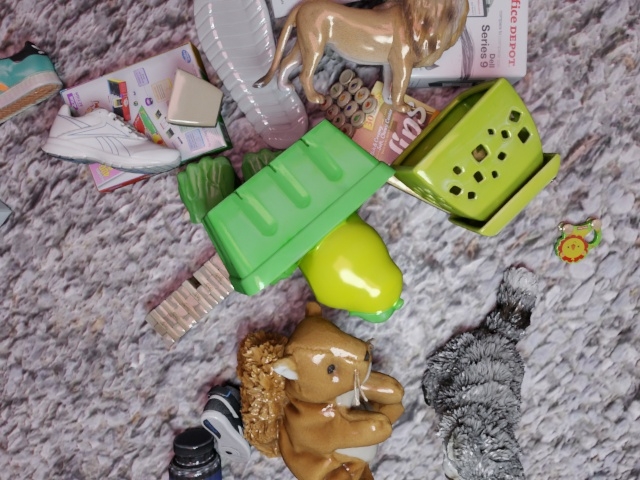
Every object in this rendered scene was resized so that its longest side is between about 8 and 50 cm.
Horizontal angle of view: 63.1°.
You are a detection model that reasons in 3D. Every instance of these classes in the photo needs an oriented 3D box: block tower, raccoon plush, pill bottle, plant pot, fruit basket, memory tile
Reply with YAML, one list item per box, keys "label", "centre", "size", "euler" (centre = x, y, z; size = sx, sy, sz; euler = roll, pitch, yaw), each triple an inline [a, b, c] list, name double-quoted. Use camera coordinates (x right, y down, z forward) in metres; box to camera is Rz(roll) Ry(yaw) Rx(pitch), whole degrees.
- label: "block tower"
  centre: [-0.251, 0.102, 1.195]
  size: [0.335, 0.097, 0.091]
  euler: [-42, 91, 8]
- label: "raccoon plush"
  centre: [0.347, 0.276, 1.075]
  size: [0.216, 0.299, 0.445]
  euler: [11, 96, 2]
- label: "pill bottle"
  centre: [-0.294, 0.570, 1.231]
  size: [0.123, 0.123, 0.219]
  euler: [-2, 96, 3]
- label: "plant pot"
  centre: [-0.257, -0.285, 1.089]
  size: [0.096, 0.109, 0.108]
  euler: [14, 97, -12]
- label: "fruit basket"
  centre: [0.000, 0.000, 1.023]
  size: [0.393, 0.283, 0.391]
  euler: [1, 88, -17]
- label: "memory tile"
  centre: [0.057, -0.294, 1.122]
  size: [0.113, 0.012, 0.148]
  euler: [-45, 50, 21]
- label: "plant pot"
  centre: [0.293, -0.143, 0.990]
  size: [0.207, 0.228, 0.227]
  euler: [44, 94, -8]

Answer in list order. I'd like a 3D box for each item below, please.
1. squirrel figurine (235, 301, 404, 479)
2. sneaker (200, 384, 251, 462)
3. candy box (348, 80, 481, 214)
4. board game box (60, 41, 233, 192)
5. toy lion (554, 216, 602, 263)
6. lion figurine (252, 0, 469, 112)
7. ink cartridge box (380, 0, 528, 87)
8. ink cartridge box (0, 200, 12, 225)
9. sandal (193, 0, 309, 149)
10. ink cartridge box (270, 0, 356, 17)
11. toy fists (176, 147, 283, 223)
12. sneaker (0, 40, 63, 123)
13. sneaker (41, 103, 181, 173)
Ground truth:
- label: "squirrel figurine"
  centre: [-0.033, 0.316, 1.081]
  size: [0.397, 0.281, 0.370]
  euler: [4, 129, 28]
- label: "sneaker"
  centre: [-0.204, 0.423, 1.236]
  size: [0.079, 0.121, 0.216]
  euler: [-4, 130, 15]
- label: "candy box"
  centre: [0.220, -0.190, 1.140]
  size: [0.317, 0.087, 0.182]
  euler: [27, 95, -1]
- label: "board game box"
  centre: [-0.390, -0.272, 1.179]
  size: [0.317, 0.064, 0.242]
  euler: [-18, 95, 5]
- label: "toy lion"
  centre: [0.578, 0.003, 1.170]
  size: [0.100, 0.034, 0.095]
  euler: [-10, 102, 4]
- label: "lion figurine"
  centre: [0.073, -0.378, 0.970]
  size: [0.393, 0.142, 0.240]
  euler: [3, 115, -5]
- label: "ink cartridge box"
  centre: [0.275, -0.436, 1.094]
  size: [0.290, 0.121, 0.210]
  euler: [0, 96, 4]
- label: "ink cartridge box"
  centre: [-0.940, -0.037, 1.203]
  size: [0.272, 0.130, 0.309]
  euler: [40, 97, 0]
- label: "sandal"
  centre: [-0.150, -0.397, 1.142]
  size: [0.170, 0.102, 0.415]
  euler: [-15, 108, 19]
- label: "ink cartridge box"
  centre: [0.078, -0.615, 1.002]
  size: [0.396, 0.166, 0.285]
  euler: [-10, 56, 4]
- label: "toy fists"
  centre: [-0.178, -0.130, 1.168]
  size: [0.280, 0.096, 0.142]
  euler: [-7, 108, 3]
- label: "sneaker"
  centre: [-0.744, -0.342, 1.177]
  size: [0.302, 0.108, 0.120]
  euler: [-26, 93, -3]
- label: "sneaker"
  centre: [-0.439, -0.214, 1.104]
  size: [0.298, 0.111, 0.129]
  euler: [11, 91, 1]
